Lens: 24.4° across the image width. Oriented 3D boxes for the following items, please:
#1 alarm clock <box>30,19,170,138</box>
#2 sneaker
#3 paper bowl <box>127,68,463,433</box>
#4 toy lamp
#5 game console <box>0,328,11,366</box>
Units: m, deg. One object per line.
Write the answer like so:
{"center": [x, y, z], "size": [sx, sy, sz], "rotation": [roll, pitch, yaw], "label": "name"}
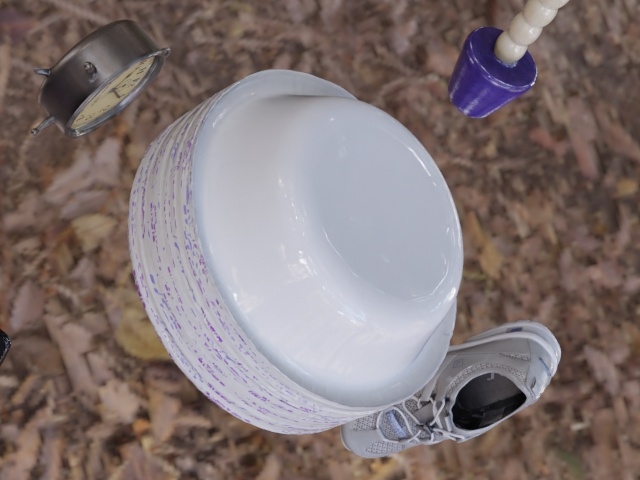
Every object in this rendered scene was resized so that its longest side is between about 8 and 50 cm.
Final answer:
{"center": [-0.212, -0.169, 1.491], "size": [0.064, 0.129, 0.192], "rotation": [51, 32, 7], "label": "alarm clock"}
{"center": [0.132, 0.178, 1.662], "size": [0.105, 0.281, 0.115], "rotation": [53, 27, -14], "label": "sneaker"}
{"center": [0.000, 0.000, 1.169], "size": [0.284, 0.148, 0.284], "rotation": [21, 58, -37], "label": "paper bowl"}
{"center": [0.200, -0.209, 1.317], "size": [0.080, 0.275, 0.080], "rotation": [15, 51, -20], "label": "toy lamp"}
{"center": [-0.422, 0.134, 1.583], "size": [0.124, 0.144, 0.085], "rotation": [37, 22, 14], "label": "game console"}
